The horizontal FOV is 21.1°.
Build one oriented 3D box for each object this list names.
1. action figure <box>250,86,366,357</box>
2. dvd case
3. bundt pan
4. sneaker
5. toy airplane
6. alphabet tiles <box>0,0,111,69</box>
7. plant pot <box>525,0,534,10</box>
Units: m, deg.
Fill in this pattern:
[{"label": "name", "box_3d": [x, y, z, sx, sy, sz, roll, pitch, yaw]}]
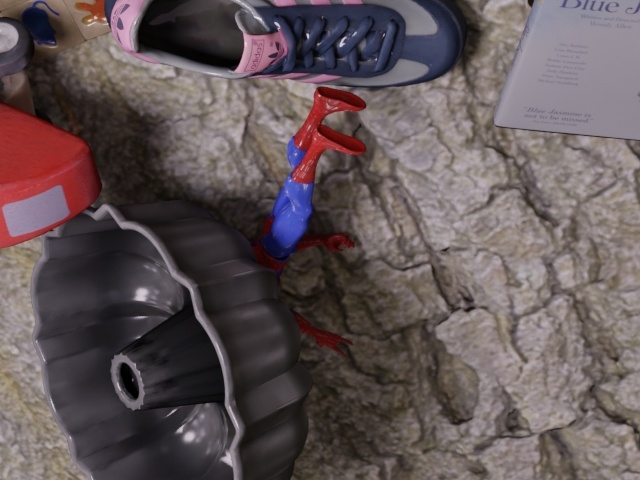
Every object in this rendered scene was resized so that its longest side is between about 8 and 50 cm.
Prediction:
[{"label": "action figure", "box_3d": [0.000, 0.000, 1.576, 0.139, 0.091, 0.280, 20, 132, -15]}, {"label": "dvd case", "box_3d": [0.257, -0.156, 1.452, 0.180, 0.022, 0.253, 6, 154, -3]}, {"label": "bundt pan", "box_3d": [-0.126, 0.111, 1.561, 0.124, 0.331, 0.330, -18, 127, -37]}, {"label": "sneaker", "box_3d": [-0.027, -0.171, 1.471, 0.319, 0.131, 0.112, 5, 119, -6]}, {"label": "toy airplane", "box_3d": [-0.434, -0.053, 1.470, 0.386, 0.272, 0.384, 33, 135, -30]}, {"label": "alphabet tiles", "box_3d": [-0.269, -0.293, 1.485, 0.343, 0.011, 0.285, -22, 116, 13]}, {"label": "plant pot", "box_3d": [0.228, -0.257, 1.437, 0.109, 0.096, 0.109, 4, 119, 1]}]
